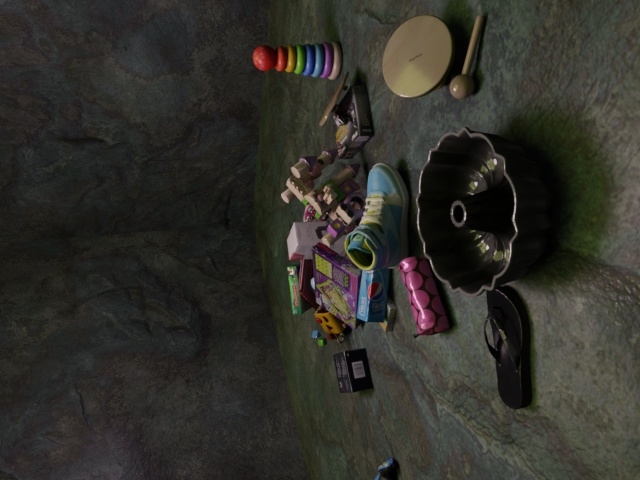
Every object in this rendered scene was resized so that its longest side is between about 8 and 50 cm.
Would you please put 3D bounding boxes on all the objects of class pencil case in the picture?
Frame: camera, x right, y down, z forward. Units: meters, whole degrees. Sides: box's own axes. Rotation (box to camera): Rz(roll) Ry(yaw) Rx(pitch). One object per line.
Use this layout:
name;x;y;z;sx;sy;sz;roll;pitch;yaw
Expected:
pencil case;0.272;0.151;1.202;0.098;0.095;0.209;72;-173;-67

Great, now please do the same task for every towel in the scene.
towel;-0.043;0.197;2.037;0.275;0.031;0.198;57;-149;-54

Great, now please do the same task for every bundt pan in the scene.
bundt pan;0.326;-0.059;0.894;0.331;0.124;0.330;174;90;-73

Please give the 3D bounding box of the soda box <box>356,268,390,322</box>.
soda box;0.176;0.159;1.471;0.071;0.067;0.209;-171;87;-66

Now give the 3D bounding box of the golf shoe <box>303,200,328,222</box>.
golf shoe;-0.033;-0.128;2.069;0.306;0.115;0.140;105;157;-47

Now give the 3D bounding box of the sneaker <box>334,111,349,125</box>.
sneaker;0.076;-0.416;1.557;0.109;0.040;0.043;-108;16;-60

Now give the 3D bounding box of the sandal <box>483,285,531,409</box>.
sandal;0.380;0.220;0.919;0.097;0.055;0.254;157;107;-72

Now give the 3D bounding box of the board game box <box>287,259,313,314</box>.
board game box;-0.067;0.207;2.086;0.317;0.046;0.213;-15;-81;-72

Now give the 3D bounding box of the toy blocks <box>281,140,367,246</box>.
toy blocks;0.064;-0.185;1.518;0.288;0.260;0.309;48;159;7

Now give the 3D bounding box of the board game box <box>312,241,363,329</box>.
board game box;0.065;0.176;1.663;0.208;0.056;0.346;36;149;28

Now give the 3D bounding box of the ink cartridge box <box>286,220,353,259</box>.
ink cartridge box;0.000;0.000;1.782;0.172;0.237;0.100;121;143;-63

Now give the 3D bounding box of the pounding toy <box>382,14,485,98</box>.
pounding toy;0.272;-0.417;1.047;0.237;0.110;0.182;20;106;39

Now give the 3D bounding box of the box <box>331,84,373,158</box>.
box;0.110;-0.416;1.600;0.231;0.056;0.182;149;114;-71

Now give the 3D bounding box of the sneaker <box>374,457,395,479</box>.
sneaker;0.239;0.840;1.580;0.078;0.067;0.188;37;132;39

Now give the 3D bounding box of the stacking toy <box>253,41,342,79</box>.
stacking toy;-0.093;-0.689;1.707;0.141;0.331;0.141;175;90;-74

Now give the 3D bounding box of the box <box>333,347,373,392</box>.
box;0.125;0.516;1.774;0.158;0.093;0.155;131;131;-66

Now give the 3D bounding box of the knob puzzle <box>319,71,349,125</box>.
knob puzzle;0.049;-0.473;1.561;0.213;0.030;0.213;-59;11;18

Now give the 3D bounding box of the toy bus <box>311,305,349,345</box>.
toy bus;0.068;0.343;1.877;0.104;0.202;0.190;-9;78;43

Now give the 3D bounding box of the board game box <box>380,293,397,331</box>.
board game box;0.208;0.221;1.525;0.154;0.026;0.103;-120;30;-54

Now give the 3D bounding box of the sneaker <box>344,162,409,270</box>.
sneaker;0.153;-0.061;1.278;0.127;0.208;0.318;-4;96;45

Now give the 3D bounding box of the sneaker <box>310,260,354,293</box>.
sneaker;0.044;0.177;1.832;0.366;0.150;0.135;128;132;-68
